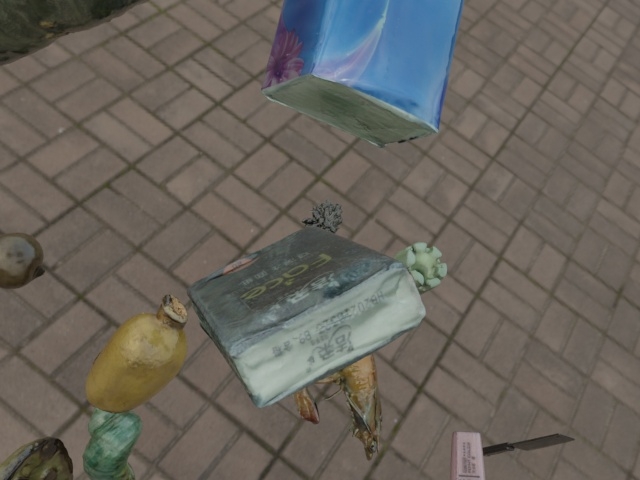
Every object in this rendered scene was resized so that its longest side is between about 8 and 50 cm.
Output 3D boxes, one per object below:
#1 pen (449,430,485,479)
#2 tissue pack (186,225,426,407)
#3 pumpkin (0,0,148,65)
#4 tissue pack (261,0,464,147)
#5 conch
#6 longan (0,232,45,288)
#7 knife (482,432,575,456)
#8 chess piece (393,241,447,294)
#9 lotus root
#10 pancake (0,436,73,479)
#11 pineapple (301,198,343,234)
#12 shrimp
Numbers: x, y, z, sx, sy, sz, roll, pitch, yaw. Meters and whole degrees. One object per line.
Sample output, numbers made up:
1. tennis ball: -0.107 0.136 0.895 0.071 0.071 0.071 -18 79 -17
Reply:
1. pen: 0.205 0.367 0.978 0.053 0.032 0.197 1 64 4
2. tissue pack: -0.036 0.082 0.921 0.228 0.316 0.103 -28 108 -14
3. pumpkin: -0.237 -0.292 0.518 0.328 0.257 0.291 -34 49 -4
4. tissue pack: 0.064 -0.278 0.869 0.198 0.146 0.263 18 79 -30
5. conch: -0.461 0.457 1.566 0.122 0.176 0.188 8 88 0
6. longan: -0.559 0.038 1.287 0.113 0.092 0.113 7 80 -43
7. knife: 0.490 0.490 1.672 0.072 0.245 0.019 25 55 -28
8. chess piece: 0.190 0.106 1.818 0.195 0.299 0.194 11 66 -25
9. lotus root: -0.359 0.240 1.376 0.146 0.303 0.131 19 30 -49
10. pancake: -0.588 0.508 1.353 0.049 0.294 0.294 27 47 18
11. pineapple: 0.000 0.000 1.866 0.158 0.158 0.278 19 53 -8
12. shrimp: 0.032 0.257 1.132 0.144 0.052 0.251 -17 103 -2
